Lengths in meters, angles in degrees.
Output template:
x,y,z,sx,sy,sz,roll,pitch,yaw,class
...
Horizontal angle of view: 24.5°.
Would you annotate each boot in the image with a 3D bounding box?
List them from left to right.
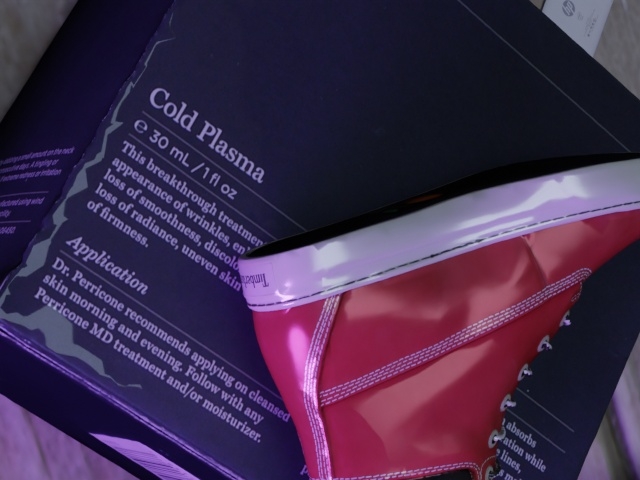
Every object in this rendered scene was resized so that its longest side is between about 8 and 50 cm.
x,y,z,sx,sy,sz,roll,pitch,yaw,class
0.091,0.057,0.722,0.244,0.088,0.176,-19,97,-23,boot

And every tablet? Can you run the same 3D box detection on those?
x,y,z,sx,sy,sz,roll,pitch,yaw,class
0.181,-0.160,1.047,0.054,0.006,0.083,30,71,-26,tablet

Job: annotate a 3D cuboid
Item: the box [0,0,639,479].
x,y,z,sx,sy,sz,roll,pitch,yaw,class
0.000,0.000,0.822,0.343,0.179,0.312,37,70,-24,box
